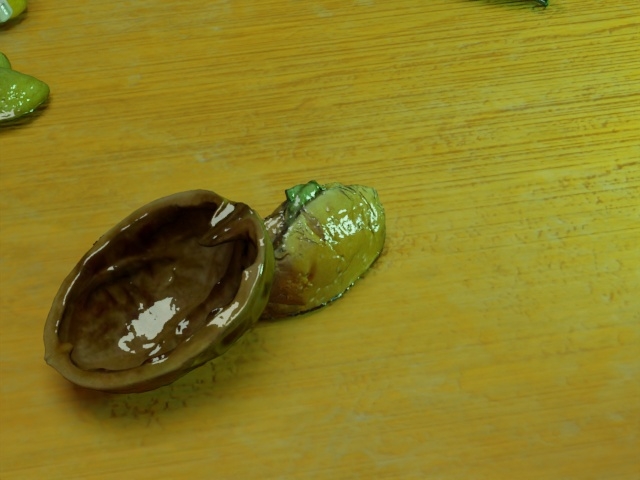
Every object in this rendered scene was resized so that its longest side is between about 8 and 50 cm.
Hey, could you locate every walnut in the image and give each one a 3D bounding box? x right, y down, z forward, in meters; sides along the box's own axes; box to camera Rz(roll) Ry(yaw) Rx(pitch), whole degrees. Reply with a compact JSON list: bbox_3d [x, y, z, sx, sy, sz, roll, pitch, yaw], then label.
[{"bbox_3d":[-0.128,0.055,0.940,0.211,0.087,0.167,-36,53,-4],"label":"walnut"}]

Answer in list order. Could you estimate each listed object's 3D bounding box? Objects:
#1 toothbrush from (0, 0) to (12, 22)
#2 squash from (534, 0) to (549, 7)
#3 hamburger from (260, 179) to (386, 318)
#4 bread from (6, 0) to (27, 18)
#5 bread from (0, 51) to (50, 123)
[{"bbox_3d":[-0.479,-0.173,1.162,0.342,0.025,0.030,-24,41,4],"label":"toothbrush"},{"bbox_3d":[0.140,-0.341,1.327,0.318,0.071,0.080,11,49,13],"label":"squash"},{"bbox_3d":[-0.003,-0.001,0.989,0.176,0.102,0.087,-34,66,-27],"label":"hamburger"},{"bbox_3d":[-0.422,-0.352,1.354,0.102,0.094,0.245,-11,47,-20],"label":"bread"},{"bbox_3d":[-0.387,-0.184,1.210,0.187,0.065,0.149,6,42,11],"label":"bread"}]
